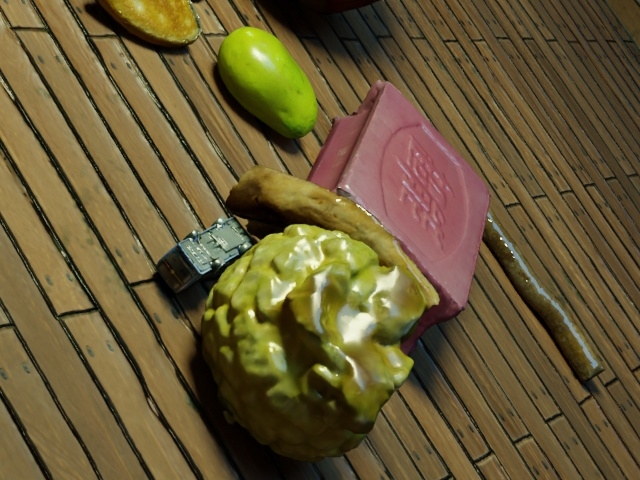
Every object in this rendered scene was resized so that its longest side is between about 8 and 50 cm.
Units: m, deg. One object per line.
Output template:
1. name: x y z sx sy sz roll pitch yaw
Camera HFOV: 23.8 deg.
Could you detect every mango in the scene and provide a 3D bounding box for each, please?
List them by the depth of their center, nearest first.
1. mango: -0.070 -0.209 2.000 0.163 0.089 0.117 49 18 -32

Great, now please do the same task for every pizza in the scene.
1. pizza: -0.222 -0.332 1.902 0.185 0.036 0.176 3 79 -54

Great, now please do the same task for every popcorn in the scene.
1. popcorn: 0.000 0.110 1.569 0.206 0.237 0.251 44 -13 -36

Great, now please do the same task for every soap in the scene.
1. soap: 0.091 -0.035 1.984 0.233 0.128 0.359 45 27 -12

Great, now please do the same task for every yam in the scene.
1. yam: 0.321 0.069 2.291 0.327 0.045 0.045 56 6 10

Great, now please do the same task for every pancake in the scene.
1. pancake: 0.000 0.000 1.715 0.212 0.257 0.056 53 57 -21

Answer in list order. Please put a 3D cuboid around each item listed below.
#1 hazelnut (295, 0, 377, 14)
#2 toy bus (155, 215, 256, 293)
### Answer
1. hazelnut: 0.037 -0.507 2.233 0.366 0.366 0.365 36 31 -27
2. toy bus: -0.124 0.015 1.671 0.051 0.061 0.153 51 26 4
